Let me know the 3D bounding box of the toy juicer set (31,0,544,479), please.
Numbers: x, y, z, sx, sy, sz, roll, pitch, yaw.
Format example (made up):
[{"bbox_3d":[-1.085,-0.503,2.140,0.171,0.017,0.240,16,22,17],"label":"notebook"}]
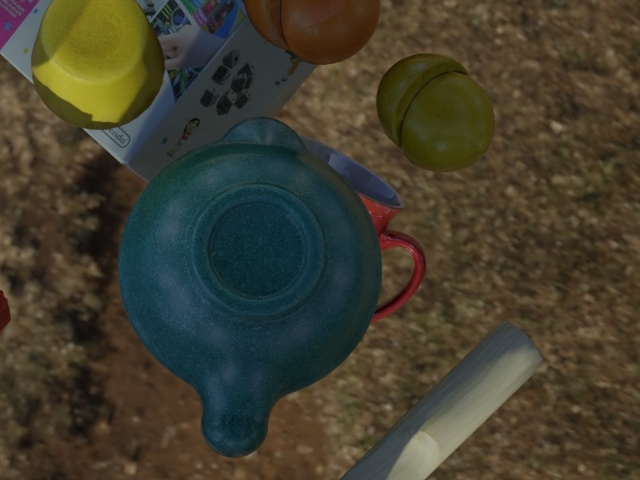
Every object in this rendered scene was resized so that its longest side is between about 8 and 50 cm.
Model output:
[{"bbox_3d":[0.000,0.000,0.798,0.209,0.089,0.329,-21,82,-10],"label":"toy juicer set"}]

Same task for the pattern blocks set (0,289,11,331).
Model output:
[{"bbox_3d":[-0.317,0.104,0.695,0.325,0.285,0.026,-11,108,9],"label":"pattern blocks set"}]

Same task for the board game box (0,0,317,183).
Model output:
[{"bbox_3d":[-0.071,-0.204,1.023,0.224,0.097,0.303,40,91,33],"label":"board game box"}]

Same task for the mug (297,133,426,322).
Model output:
[{"bbox_3d":[-0.008,0.021,1.313,0.150,0.113,0.169,39,105,25],"label":"mug"}]
